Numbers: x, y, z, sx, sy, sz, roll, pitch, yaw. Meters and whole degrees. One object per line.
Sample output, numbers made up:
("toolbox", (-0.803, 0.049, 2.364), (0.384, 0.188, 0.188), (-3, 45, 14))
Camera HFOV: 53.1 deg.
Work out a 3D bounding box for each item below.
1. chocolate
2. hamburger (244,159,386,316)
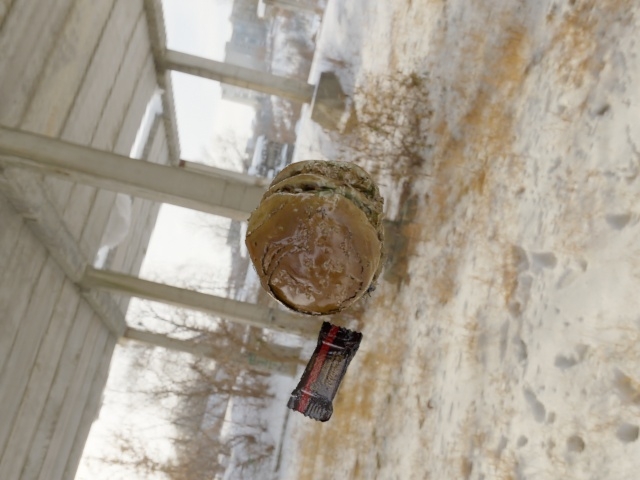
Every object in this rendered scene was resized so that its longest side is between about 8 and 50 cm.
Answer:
("chocolate", (0.010, 0.229, 1.128), (0.028, 0.086, 0.182), (84, -154, -58))
("hamburger", (0.007, -0.007, 1.114), (0.245, 0.260, 0.211), (-32, 17, 30))
